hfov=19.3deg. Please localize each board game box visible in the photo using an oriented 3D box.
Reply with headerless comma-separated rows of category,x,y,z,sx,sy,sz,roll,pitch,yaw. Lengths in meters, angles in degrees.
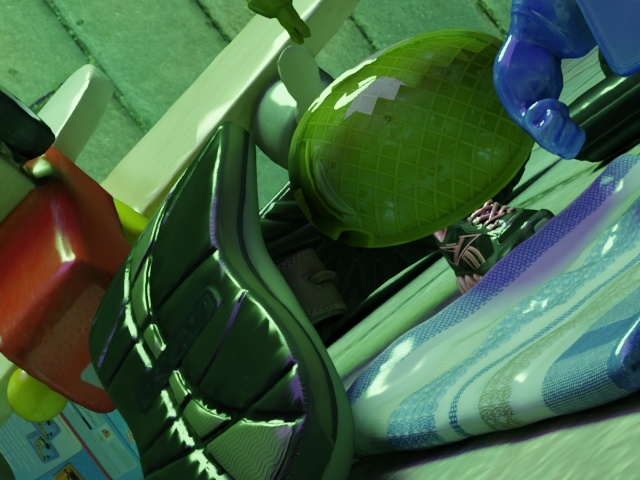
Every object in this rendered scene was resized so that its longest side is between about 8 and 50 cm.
board game box,-0.220,0.145,1.481,0.211,0.160,0.039,-34,2,46

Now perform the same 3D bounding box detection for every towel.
towel,0.118,0.004,0.715,0.209,0.034,0.285,-39,3,-20

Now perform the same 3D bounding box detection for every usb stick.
usb stick,0.263,-0.133,1.182,0.278,0.045,0.077,-36,-5,37

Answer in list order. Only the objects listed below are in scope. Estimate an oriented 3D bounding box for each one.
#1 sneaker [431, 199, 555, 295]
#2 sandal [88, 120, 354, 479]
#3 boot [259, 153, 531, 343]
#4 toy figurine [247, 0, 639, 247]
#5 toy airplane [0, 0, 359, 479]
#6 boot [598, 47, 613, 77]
sneaker,0.091,-0.005,1.032,0.047,0.057,0.119,-36,3,-20
sandal,-0.034,0.051,0.845,0.120,0.086,0.303,-53,28,18
boot,-0.003,-0.003,1.538,0.348,0.131,0.260,-38,2,-17
toy figurine,0.118,-0.130,0.788,0.362,0.191,0.217,-25,2,9
toy airplane,-0.137,0.027,1.180,0.386,0.272,0.384,-43,10,45
boot,0.295,-0.207,1.296,0.178,0.085,0.236,-36,-16,-29
